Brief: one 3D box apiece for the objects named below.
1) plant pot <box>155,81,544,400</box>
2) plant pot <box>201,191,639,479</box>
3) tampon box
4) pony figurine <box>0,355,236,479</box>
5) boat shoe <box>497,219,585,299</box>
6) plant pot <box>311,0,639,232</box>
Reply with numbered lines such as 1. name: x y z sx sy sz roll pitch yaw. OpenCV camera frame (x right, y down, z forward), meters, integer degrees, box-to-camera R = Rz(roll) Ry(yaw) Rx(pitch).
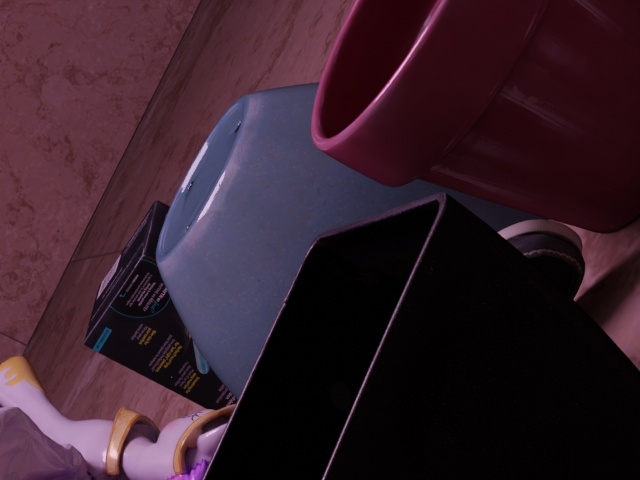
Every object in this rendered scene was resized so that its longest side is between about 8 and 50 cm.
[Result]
1. plant pot: 0.000 0.000 1.143 0.290 0.195 0.290 -55 16 24
2. plant pot: 0.059 0.105 0.807 0.188 0.167 0.187 -67 16 -14
3. tampon box: -0.114 0.065 1.479 0.120 0.161 0.101 -53 17 27
4. pony figurine: -0.226 0.227 1.333 0.363 0.302 0.351 -3 34 46
5. boat shoe: 0.085 0.087 0.948 0.233 0.084 0.079 -55 30 27
6. plant pot: 0.120 -0.100 0.946 0.201 0.180 0.201 -55 16 24
